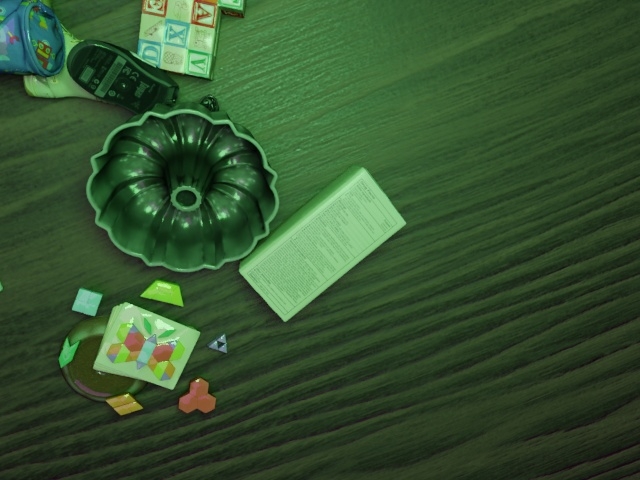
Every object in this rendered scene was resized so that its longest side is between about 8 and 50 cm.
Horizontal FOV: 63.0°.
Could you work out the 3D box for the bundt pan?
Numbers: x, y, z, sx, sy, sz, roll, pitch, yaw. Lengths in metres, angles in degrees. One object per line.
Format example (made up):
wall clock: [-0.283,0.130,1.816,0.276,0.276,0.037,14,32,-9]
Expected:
bundt pan: [-0.244,-0.105,0.959,0.330,0.124,0.331,-5,125,-7]

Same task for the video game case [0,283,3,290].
video game case: [-0.751,0.033,1.016,0.183,0.023,0.202,-16,104,-3]

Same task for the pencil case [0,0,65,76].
pencil case: [-0.580,-0.339,0.838,0.305,0.119,0.133,4,101,-3]

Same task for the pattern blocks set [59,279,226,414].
pattern blocks set: [-0.355,0.222,1.073,0.324,0.026,0.286,10,93,-18]

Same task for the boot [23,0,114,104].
boot: [-0.443,-0.359,0.941,0.164,0.077,0.213,5,107,-7]

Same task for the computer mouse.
computer mouse: [-0.334,-0.246,0.943,0.261,0.060,0.184,20,125,-35]

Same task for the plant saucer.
plant saucer: [-0.450,0.258,1.095,0.198,0.036,0.199,-2,103,-7]

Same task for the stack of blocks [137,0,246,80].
stack of blocks: [-0.220,-0.449,0.941,0.171,0.087,0.298,9,101,-8]

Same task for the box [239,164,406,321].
box: [0.000,0.000,1.049,0.311,0.121,0.148,-38,104,2]
